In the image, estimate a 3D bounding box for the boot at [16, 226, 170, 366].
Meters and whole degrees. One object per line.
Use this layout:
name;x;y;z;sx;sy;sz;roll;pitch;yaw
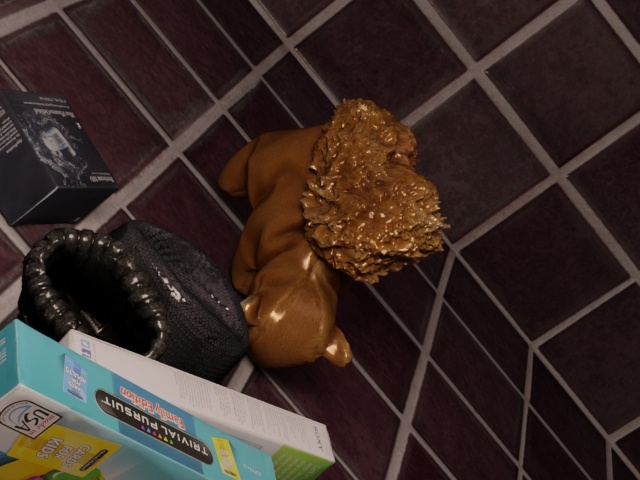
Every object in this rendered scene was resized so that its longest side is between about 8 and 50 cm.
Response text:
boot;-0.184;0.150;1.461;0.348;0.260;0.131;31;55;-7

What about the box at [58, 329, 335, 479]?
box;-0.179;0.225;1.395;0.322;0.232;0.058;27;33;-33

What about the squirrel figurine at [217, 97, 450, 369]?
squirrel figurine;0.000;0.000;2.043;0.281;0.397;0.370;33;46;-16

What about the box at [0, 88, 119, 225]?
box;-0.371;-0.108;1.811;0.158;0.093;0.156;58;20;10

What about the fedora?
fedora;-0.205;0.087;1.764;0.334;0.152;0.334;45;21;-22

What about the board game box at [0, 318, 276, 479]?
board game box;-0.240;0.235;1.285;0.336;0.254;0.079;36;27;-40
